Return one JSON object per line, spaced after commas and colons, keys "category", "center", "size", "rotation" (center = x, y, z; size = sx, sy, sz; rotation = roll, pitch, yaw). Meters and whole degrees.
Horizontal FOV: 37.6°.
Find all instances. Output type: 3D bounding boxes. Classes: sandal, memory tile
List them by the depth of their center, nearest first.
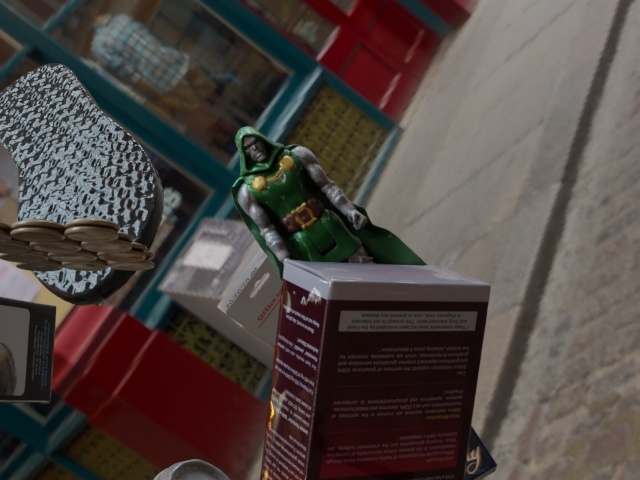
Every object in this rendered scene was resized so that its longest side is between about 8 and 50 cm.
{"category": "memory tile", "center": [-0.188, 0.004, 0.692], "size": [0.148, 0.113, 0.012], "rotation": [78, -168, -77]}
{"category": "sandal", "center": [-0.279, -0.071, 1.120], "size": [0.167, 0.107, 0.446], "rotation": [-31, 44, -2]}

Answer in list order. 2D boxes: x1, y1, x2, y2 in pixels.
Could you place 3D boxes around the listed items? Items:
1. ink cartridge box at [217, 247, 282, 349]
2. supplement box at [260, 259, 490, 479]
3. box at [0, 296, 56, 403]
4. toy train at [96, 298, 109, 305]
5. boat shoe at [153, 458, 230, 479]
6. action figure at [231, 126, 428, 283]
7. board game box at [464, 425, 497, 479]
{"category": "ink cartridge box", "center": [-0.050, 0.074, 1.155], "size": [0.061, 0.181, 0.104], "rotation": [32, 83, 43]}
{"category": "supplement box", "center": [0.032, 0.138, 0.650], "size": [0.073, 0.130, 0.240], "rotation": [19, 104, 61]}
{"category": "box", "center": [-0.353, 0.078, 0.708], "size": [0.290, 0.169, 0.087], "rotation": [26, -117, -67]}
{"category": "toy train", "center": [-0.389, 0.018, 1.495], "size": [0.105, 0.184, 0.080], "rotation": [-47, -7, -5]}
{"category": "boat shoe", "center": [-0.061, 0.285, 0.696], "size": [0.103, 0.118, 0.320], "rotation": [-57, 32, 26]}
{"category": "action figure", "center": [0.000, 0.000, 0.804], "size": [0.137, 0.232, 0.063], "rotation": [-38, 8, -6]}
{"category": "board game box", "center": [0.120, 0.336, 1.429], "size": [0.243, 0.165, 0.042], "rotation": [-28, -26, -11]}
